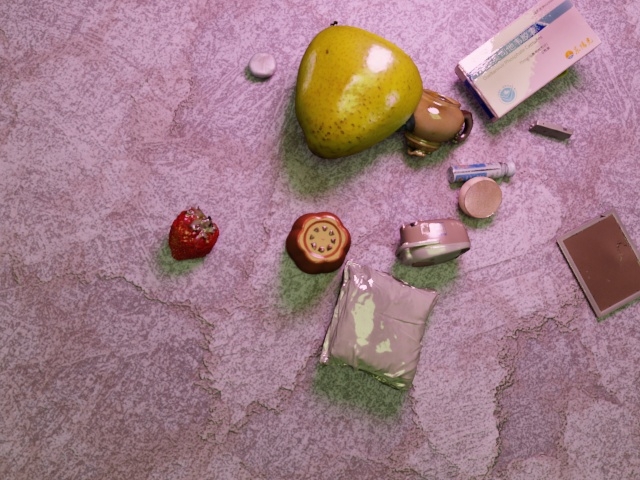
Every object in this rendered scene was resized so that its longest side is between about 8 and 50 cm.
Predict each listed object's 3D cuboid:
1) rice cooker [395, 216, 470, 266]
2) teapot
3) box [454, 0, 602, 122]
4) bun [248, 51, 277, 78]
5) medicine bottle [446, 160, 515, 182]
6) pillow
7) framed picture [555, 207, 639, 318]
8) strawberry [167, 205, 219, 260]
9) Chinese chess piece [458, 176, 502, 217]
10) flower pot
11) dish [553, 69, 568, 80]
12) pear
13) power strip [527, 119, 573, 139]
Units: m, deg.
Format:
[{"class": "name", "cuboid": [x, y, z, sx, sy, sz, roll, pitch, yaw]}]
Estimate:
[{"class": "rice cooker", "cuboid": [0.312, 0.006, 1.246, 0.207, 0.145, 0.127, -3, 74, -1]}, {"class": "teapot", "cuboid": [0.318, -0.322, 1.274, 0.270, 0.173, 0.182, 5, 122, -26]}, {"class": "box", "cuboid": [0.583, -0.522, 1.266, 0.344, 0.065, 0.200, -37, 91, 6]}, {"class": "bun", "cuboid": [-0.168, -0.510, 1.297, 0.084, 0.045, 0.083, 0, 86, -1]}, {"class": "medicine bottle", "cuboid": [0.475, -0.203, 1.316, 0.191, 0.051, 0.051, -5, 86, -5]}, {"class": "pillow", "cuboid": [0.163, 0.237, 1.220, 0.284, 0.138, 0.309, 17, 82, -3]}, {"class": "framed picture", "cuboid": [0.858, 0.066, 1.340, 0.217, 0.016, 0.273, -26, 88, -4]}, {"class": "strawberry", "cuboid": [-0.351, -0.012, 1.225, 0.131, 0.148, 0.131, 19, 46, -22]}, {"class": "Chinese chess piece", "cuboid": [0.463, -0.125, 1.292, 0.122, 0.051, 0.121, -2, 108, -5]}, {"class": "flower pot", "cuboid": [0.000, 0.000, 1.211, 0.191, 0.173, 0.190, 1, 84, -5]}, {"class": "dish", "cuboid": [0.632, -0.540, 1.334, 0.208, 0.080, 0.148, 33, 94, 3]}, {"class": "pear", "cuboid": [0.053, -0.369, 1.173, 0.343, 0.239, 0.317, 26, 89, 26]}, {"class": "power strip", "cuboid": [0.688, -0.334, 1.340, 0.137, 0.051, 0.019, 15, 81, -2]}]
